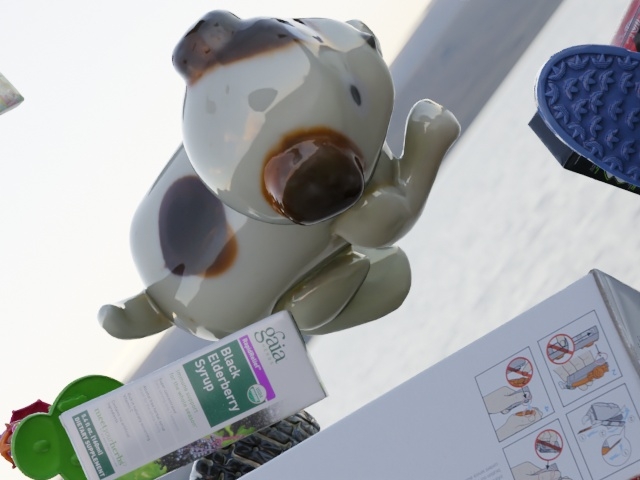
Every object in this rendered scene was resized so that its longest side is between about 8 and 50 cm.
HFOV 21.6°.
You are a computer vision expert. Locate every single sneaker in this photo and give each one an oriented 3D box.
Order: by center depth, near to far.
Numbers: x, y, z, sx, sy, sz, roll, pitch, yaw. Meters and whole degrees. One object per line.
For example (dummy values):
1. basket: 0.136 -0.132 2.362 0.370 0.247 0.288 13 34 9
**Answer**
1. sneaker: 0.237 -0.064 1.075 0.090 0.232 0.081 -129 61 -80
2. sneaker: -0.119 0.338 2.086 0.330 0.130 0.147 -50 -17 -23

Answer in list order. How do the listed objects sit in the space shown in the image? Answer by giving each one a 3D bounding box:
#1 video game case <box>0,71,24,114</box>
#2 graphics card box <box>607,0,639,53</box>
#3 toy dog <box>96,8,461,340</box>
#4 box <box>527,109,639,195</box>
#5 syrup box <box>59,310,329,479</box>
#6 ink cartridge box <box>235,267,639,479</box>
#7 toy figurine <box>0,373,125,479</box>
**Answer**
1. video game case: -0.497 -0.243 2.214 0.023 0.212 0.193 -41 5 16
2. graphics card box: 0.434 -0.109 1.544 0.233 0.371 0.094 -64 5 -4
3. toy dog: -0.059 -0.081 1.694 0.395 0.284 0.408 -21 -20 -20
4. box: 0.196 -0.073 1.138 0.052 0.083 0.062 -59 32 22
5. syrup box: -0.117 0.157 1.597 0.237 0.093 0.096 -25 -5 -2
6. ink cartridge box: 0.135 0.172 1.095 0.309 0.130 0.272 -33 -31 25
7. toy figurine: -0.306 0.223 1.858 0.173 0.130 0.159 -11 -1 -42
